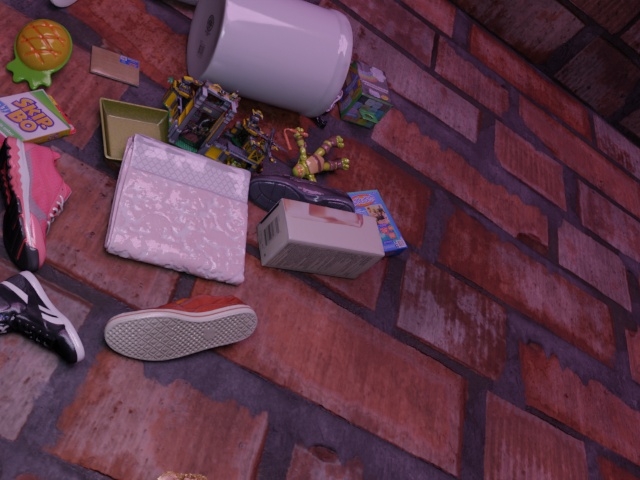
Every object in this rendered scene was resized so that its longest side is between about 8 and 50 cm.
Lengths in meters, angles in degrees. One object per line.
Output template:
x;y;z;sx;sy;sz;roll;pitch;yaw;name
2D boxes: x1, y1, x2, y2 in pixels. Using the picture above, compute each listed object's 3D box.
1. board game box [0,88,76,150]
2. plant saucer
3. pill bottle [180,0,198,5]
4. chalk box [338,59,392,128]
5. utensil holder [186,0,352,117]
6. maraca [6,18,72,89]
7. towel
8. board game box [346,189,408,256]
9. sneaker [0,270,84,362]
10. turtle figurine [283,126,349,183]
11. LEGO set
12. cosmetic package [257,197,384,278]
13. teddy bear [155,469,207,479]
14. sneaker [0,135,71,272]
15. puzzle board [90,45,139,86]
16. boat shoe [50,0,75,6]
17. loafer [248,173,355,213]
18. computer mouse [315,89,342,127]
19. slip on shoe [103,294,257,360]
-0.689;-0.266;1.459;0.124;0.039;0.259;52;41;6;board game box
-0.456;-0.255;1.617;0.188;0.045;0.188;5;56;-34;plant saucer
-0.458;-0.802;1.957;0.229;0.131;0.131;5;57;-35;pill bottle
0.146;-0.470;2.175;0.132;0.132;0.213;15;52;-30;chalk box
-0.153;-0.561;1.874;0.385;0.327;0.328;10;54;-30;utensil holder
-0.676;-0.450;1.562;0.127;0.099;0.186;21;73;-10;maraca
-0.322;-0.074;1.546;0.331;0.053;0.317;17;60;-28;towel
0.148;-0.048;1.922;0.160;0.047;0.210;-9;65;-40;board game box
-0.552;0.167;1.218;0.217;0.079;0.121;47;46;14;sneaker
-0.010;-0.213;1.897;0.217;0.087;0.270;-29;97;-42;turtle figurine
-0.239;-0.327;1.678;0.331;0.192;0.255;31;31;-25;LEGO set
0.000;0.000;1.701;0.296;0.153;0.129;11;54;-33;cosmetic package
-0.271;0.579;1.116;0.245;0.113;0.338;4;65;-27;teddy bear
-0.580;-0.082;1.346;0.136;0.116;0.314;3;58;-39;sneaker
-0.547;-0.463;1.728;0.128;0.011;0.097;13;51;-31;puzzle board
-0.686;-0.691;1.755;0.063;0.066;0.184;27;47;0;boat shoe
-0.053;-0.120;1.775;0.302;0.109;0.095;14;34;-10;loafer
0.013;-0.448;2.123;0.106;0.042;0.193;38;49;-2;computer mouse
-0.299;0.176;1.388;0.331;0.123;0.101;-5;30;-34;slip on shoe
